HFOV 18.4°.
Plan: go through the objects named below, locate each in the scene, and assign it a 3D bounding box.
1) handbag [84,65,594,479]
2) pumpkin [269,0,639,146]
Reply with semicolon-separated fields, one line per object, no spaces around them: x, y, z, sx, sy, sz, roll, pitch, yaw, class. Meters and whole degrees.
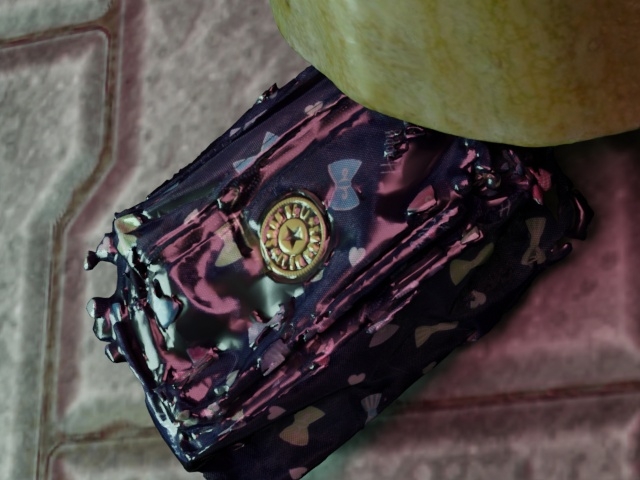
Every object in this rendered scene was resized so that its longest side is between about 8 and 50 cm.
0.000;0.000;0.988;0.260;0.113;0.162;-38;54;13;handbag
0.098;-0.228;0.906;0.332;0.199;0.332;-9;57;14;pumpkin
